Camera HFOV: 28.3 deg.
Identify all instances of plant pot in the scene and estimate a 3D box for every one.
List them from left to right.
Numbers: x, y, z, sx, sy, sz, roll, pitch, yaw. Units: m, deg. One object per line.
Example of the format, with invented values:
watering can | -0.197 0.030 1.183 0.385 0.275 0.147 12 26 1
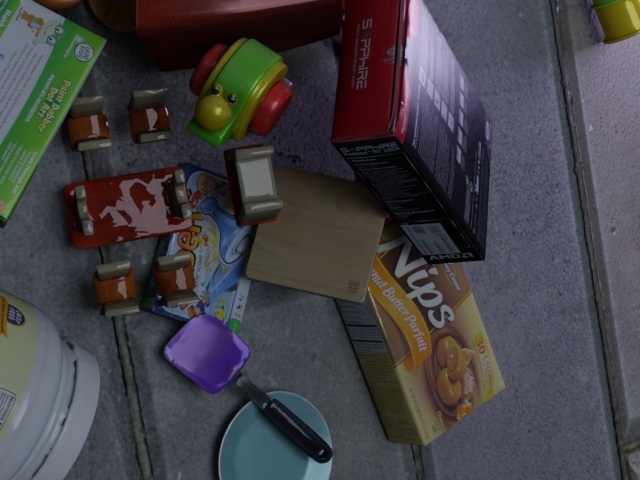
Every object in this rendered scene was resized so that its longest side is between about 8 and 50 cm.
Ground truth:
plant pot | -0.088 -0.354 1.536 0.236 0.267 0.267 1 88 -1

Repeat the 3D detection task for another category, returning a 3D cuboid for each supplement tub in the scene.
supplement tub | -0.424 0.141 1.344 0.325 0.235 0.235 31 71 -32

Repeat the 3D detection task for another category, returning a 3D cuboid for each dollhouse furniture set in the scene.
dollhouse furniture set | -0.185 -0.050 1.580 0.259 0.135 0.262 -10 88 -14

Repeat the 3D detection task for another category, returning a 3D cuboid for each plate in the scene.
plate | -0.064 0.299 1.733 0.188 0.024 0.188 2 86 -36

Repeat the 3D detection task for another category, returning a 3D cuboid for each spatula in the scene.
spatula | -0.081 0.208 1.688 0.084 0.030 0.296 -49 119 -6

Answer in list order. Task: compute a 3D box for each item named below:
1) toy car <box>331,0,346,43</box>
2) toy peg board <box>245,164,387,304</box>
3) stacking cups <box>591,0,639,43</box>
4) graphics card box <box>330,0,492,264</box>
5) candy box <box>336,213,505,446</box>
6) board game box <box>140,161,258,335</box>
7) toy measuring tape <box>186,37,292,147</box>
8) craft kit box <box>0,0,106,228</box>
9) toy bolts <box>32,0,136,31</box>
toy car | 0.016 -0.395 1.778 0.239 0.053 0.225 45 44 -57
toy peg board | 0.000 0.000 1.704 0.161 0.079 0.160 12 75 8
stacking cups | 0.453 -0.486 2.112 0.096 0.096 0.316 -35 103 -32
graphics card box | 0.130 -0.146 1.662 0.371 0.094 0.232 45 45 -55
candy box | 0.136 0.115 1.846 0.183 0.087 0.316 -29 104 -34
board game box | -0.149 0.014 1.673 0.136 0.035 0.201 20 76 -34
toy measuring tape | -0.075 -0.197 1.543 0.330 0.121 0.121 -49 121 -67
craft kit box | -0.407 -0.179 1.430 0.247 0.061 0.250 28 71 -8
toy bolts | -0.258 -0.372 1.530 0.218 0.158 0.228 13 81 -35
